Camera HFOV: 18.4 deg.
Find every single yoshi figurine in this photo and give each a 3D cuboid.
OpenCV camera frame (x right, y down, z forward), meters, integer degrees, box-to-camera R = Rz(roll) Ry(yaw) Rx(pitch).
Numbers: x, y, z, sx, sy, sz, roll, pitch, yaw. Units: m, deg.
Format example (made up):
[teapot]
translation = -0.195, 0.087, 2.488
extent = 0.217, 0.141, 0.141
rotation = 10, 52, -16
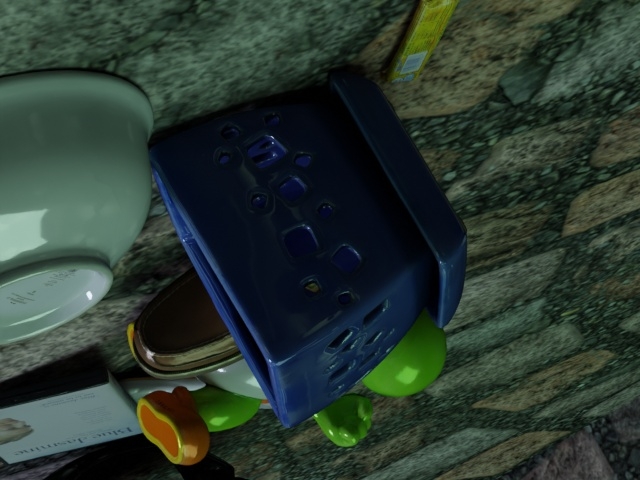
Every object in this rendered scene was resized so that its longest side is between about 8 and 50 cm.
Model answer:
[yoshi figurine]
translation = -0.011, 0.122, 2.138
extent = 0.362, 0.203, 0.203
rotation = -15, 154, -30

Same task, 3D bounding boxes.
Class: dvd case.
[dvd case]
translation = -0.303, 0.202, 2.234
extent = 0.180, 0.022, 0.253
rotation = -14, 162, 1

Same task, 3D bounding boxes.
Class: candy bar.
[candy bar]
translation = 0.086, -0.175, 1.683
extent = 0.040, 0.018, 0.161
rotation = -13, 160, -18

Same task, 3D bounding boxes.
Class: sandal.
[sandal]
translation = -0.110, 0.150, 2.292
extent = 0.265, 0.076, 0.102
rotation = 2, 164, -6

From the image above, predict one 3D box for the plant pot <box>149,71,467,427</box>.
[plant pot]
translation = 0.000, 0.000, 1.756
extent = 0.212, 0.236, 0.236
rotation = -28, 162, -6

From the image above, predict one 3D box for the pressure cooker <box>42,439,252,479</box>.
[pressure cooker]
translation = -0.229, 0.467, 2.532
extent = 0.375, 0.420, 0.370
rotation = -2, -177, 2

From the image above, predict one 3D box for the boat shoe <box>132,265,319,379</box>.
[boat shoe]
translation = -0.055, 0.030, 1.975
extent = 0.307, 0.110, 0.104
rotation = -30, 159, -10

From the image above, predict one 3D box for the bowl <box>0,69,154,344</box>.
[bowl]
translation = -0.254, -0.004, 1.584
extent = 0.298, 0.134, 0.298
rotation = -20, 162, -7
